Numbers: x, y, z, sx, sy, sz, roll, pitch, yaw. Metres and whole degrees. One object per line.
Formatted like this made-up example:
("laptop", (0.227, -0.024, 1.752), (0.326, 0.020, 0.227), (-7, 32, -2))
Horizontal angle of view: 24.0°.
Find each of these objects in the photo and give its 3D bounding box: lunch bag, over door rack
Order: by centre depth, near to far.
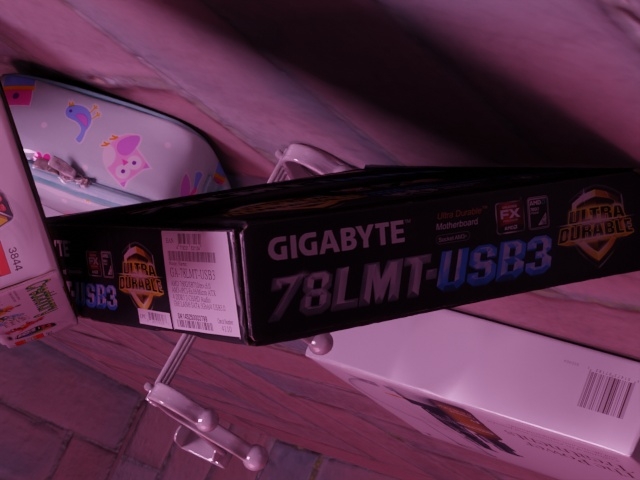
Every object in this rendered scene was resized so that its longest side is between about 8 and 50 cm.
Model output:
("over door rack", (-0.038, 0.074, 1.288), (0.108, 0.239, 0.324), (28, 167, 7))
("lunch bag", (-0.183, -0.041, 1.362), (0.224, 0.108, 0.279), (21, 167, 12))

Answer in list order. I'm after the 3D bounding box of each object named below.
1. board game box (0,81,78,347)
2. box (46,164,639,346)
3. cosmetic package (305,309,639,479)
("board game box", (-0.212, -0.099, 0.852), (0.053, 0.305, 0.193), (-19, 172, -9))
("box", (0.000, 0.000, 0.955), (0.295, 0.073, 0.293), (-9, -172, -32))
("cosmetic package", (0.213, 0.171, 1.556), (0.377, 0.097, 0.284), (14, 167, 37))
